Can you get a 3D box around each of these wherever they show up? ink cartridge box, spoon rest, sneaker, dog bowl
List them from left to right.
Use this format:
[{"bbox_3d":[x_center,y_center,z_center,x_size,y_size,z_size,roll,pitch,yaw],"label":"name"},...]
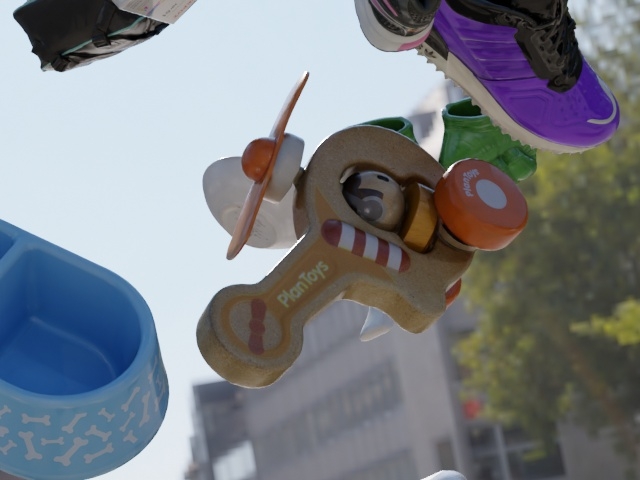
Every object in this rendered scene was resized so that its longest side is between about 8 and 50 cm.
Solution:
[{"bbox_3d":[-0.247,0.059,1.305,0.297,0.166,0.074,25,-43,11],"label":"dog bowl"},{"bbox_3d":[-0.151,-0.262,1.735,0.088,0.052,0.122,-42,-13,15],"label":"ink cartridge box"},{"bbox_3d":[-0.019,-0.003,2.042,0.276,0.084,0.137,42,-37,-17],"label":"spoon rest"},{"bbox_3d":[0.051,-0.219,1.184,0.072,0.178,0.077,-16,-3,-17],"label":"sneaker"},{"bbox_3d":[0.193,-0.193,1.689,0.293,0.102,0.146,34,-38,-21],"label":"sneaker"}]

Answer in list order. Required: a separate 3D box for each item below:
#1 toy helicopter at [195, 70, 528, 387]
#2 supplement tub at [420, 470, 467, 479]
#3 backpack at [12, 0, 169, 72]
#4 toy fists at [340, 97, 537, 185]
[{"bbox_3d":[0.000,0.000,1.504,0.355,0.235,0.140,-42,-6,-48],"label":"toy helicopter"},{"bbox_3d":[0.125,0.400,1.906,0.191,0.272,0.191,-27,-6,-3],"label":"supplement tub"},{"bbox_3d":[-0.236,-0.277,2.004,0.166,0.144,0.188,-25,-1,32],"label":"backpack"},{"bbox_3d":[0.157,-0.099,2.439,0.279,0.142,0.096,-14,28,-1],"label":"toy fists"}]
